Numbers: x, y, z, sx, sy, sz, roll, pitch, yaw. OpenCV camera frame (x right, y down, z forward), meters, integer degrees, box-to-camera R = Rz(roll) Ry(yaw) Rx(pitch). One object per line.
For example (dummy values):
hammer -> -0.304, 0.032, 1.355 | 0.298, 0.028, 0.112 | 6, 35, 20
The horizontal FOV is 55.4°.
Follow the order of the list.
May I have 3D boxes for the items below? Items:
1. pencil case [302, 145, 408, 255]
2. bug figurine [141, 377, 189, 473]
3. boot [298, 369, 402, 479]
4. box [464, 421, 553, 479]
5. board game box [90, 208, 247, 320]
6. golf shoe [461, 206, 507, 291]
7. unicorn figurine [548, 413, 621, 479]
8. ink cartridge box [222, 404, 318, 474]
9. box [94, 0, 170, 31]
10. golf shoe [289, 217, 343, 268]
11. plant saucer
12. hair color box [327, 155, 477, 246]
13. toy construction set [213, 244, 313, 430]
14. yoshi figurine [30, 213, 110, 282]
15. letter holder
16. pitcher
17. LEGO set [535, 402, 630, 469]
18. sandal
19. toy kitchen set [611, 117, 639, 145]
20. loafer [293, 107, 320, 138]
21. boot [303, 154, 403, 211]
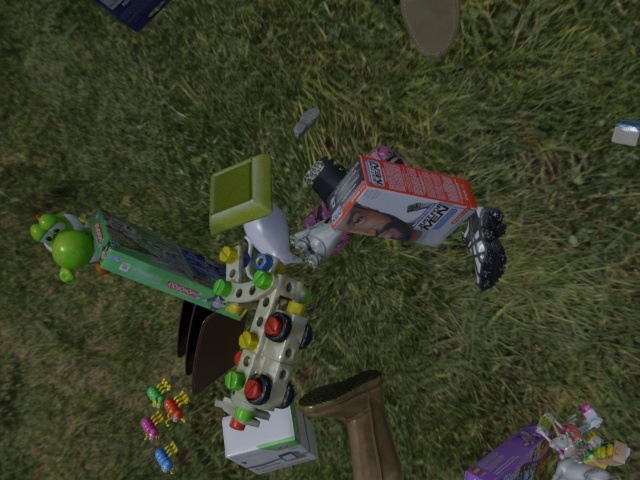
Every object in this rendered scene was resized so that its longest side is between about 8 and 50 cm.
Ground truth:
pencil case -> 0.112, -0.119, 1.924 | 0.386, 0.160, 0.167 | -43, 70, 28
bug figurine -> -0.485, 0.566, 1.869 | 0.216, 0.072, 0.279 | 35, 118, 44
boot -> 0.078, 0.462, 1.411 | 0.236, 0.089, 0.270 | -13, 97, -27
box -> 0.381, 0.519, 1.251 | 0.057, 0.293, 0.201 | 15, 106, 41
board game box -> -0.317, 0.052, 1.285 | 0.317, 0.213, 0.046 | 28, 100, -33
golf shoe -> 0.368, 0.015, 1.382 | 0.077, 0.094, 0.198 | -12, 112, -28
unicorn figurine -> 0.388, 0.356, 0.934 | 0.111, 0.162, 0.060 | -33, 117, -23
ink cartridge box -> -0.137, 0.568, 1.741 | 0.198, 0.273, 0.115 | -17, 58, 6
box -> -0.357, -0.484, 1.150 | 0.136, 0.225, 0.036 | -42, 84, 6
golf shoe -> 0.000, 0.000, 1.023 | 0.086, 0.176, 0.069 | -40, 99, -5
plant saucer -> -0.213, -0.127, 1.544 | 0.188, 0.045, 0.189 | -19, 56, 23
hair color box -> 0.104, -0.046, 0.779 | 0.167, 0.093, 0.054 | 9, 53, -25
toy construction set -> -0.115, 0.179, 1.048 | 0.215, 0.151, 0.328 | 9, 93, 44
yoshi figurine -> -0.679, 0.029, 1.771 | 0.202, 0.362, 0.204 | 6, 81, 16
letter holder -> -0.341, 0.266, 1.763 | 0.152, 0.214, 0.302 | 28, 125, 20
pitcher -> -0.169, 0.001, 1.797 | 0.177, 0.125, 0.207 | -27, 77, 15
LEGO set -> 0.511, 0.395, 1.227 | 0.132, 0.287, 0.107 | -45, 77, 8
sandal -> 0.152, -0.385, 0.849 | 0.088, 0.079, 0.240 | 0, 127, 38
toy kitchen set -> 0.770, -0.279, 1.317 | 0.207, 0.122, 0.166 | 19, 114, 30
loafer -> -0.045, -0.376, 1.954 | 0.045, 0.039, 0.125 | 28, 61, 19
boot -> 0.081, -0.176, 1.603 | 0.236, 0.085, 0.179 | -44, 63, 7
